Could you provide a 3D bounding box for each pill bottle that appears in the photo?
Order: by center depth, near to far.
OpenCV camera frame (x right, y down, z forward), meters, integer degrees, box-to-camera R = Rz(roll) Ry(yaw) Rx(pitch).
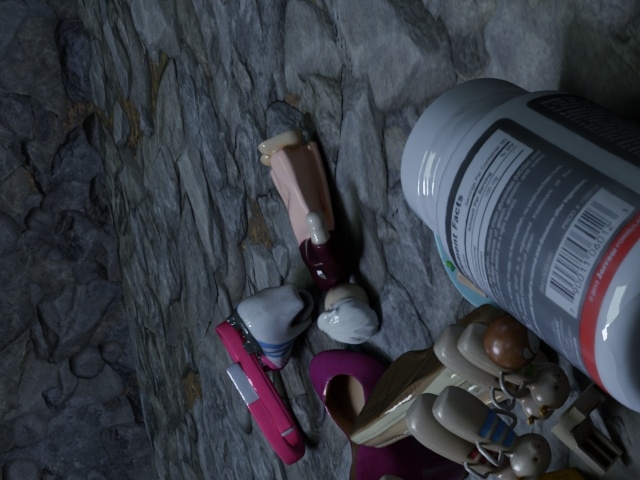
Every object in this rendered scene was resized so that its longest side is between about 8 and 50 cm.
[{"bbox_3d":[0.237,-0.016,1.044,0.363,0.210,0.210,-136,39,-53],"label":"pill bottle"}]

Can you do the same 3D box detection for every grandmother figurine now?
[{"bbox_3d":[0.000,0.000,1.764,0.208,0.104,0.342,51,-163,-78],"label":"grandmother figurine"}]

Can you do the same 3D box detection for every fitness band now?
[{"bbox_3d":[-0.109,0.277,2.098,0.291,0.054,0.209,61,179,-2],"label":"fitness band"}]

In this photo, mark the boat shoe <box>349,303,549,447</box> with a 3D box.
[{"bbox_3d":[0.150,0.199,1.428,0.110,0.122,0.341,36,143,-8],"label":"boat shoe"}]

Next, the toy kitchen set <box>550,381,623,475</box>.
[{"bbox_3d":[0.305,0.193,1.220,0.075,0.068,0.083,43,157,14],"label":"toy kitchen set"}]

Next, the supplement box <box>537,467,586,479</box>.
[{"bbox_3d":[0.233,0.395,1.169,0.356,0.195,0.194,-121,21,-82],"label":"supplement box"}]

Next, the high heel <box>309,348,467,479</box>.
[{"bbox_3d":[0.037,0.263,1.671,0.377,0.181,0.127,28,120,55],"label":"high heel"}]

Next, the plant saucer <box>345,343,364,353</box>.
[{"bbox_3d":[0.085,0.245,1.794,0.067,0.018,0.192,103,146,-47],"label":"plant saucer"}]

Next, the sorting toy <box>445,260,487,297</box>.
[{"bbox_3d":[0.176,0.028,1.368,0.083,0.012,0.062,34,138,54],"label":"sorting toy"}]

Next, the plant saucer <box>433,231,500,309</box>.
[{"bbox_3d":[0.196,-0.014,1.361,0.195,0.037,0.195,44,141,51],"label":"plant saucer"}]

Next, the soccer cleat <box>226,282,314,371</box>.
[{"bbox_3d":[-0.067,0.151,1.998,0.116,0.143,0.331,58,177,11],"label":"soccer cleat"}]

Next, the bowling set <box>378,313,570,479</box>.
[{"bbox_3d":[0.186,0.178,1.134,0.154,0.287,0.200,33,140,-4],"label":"bowling set"}]
